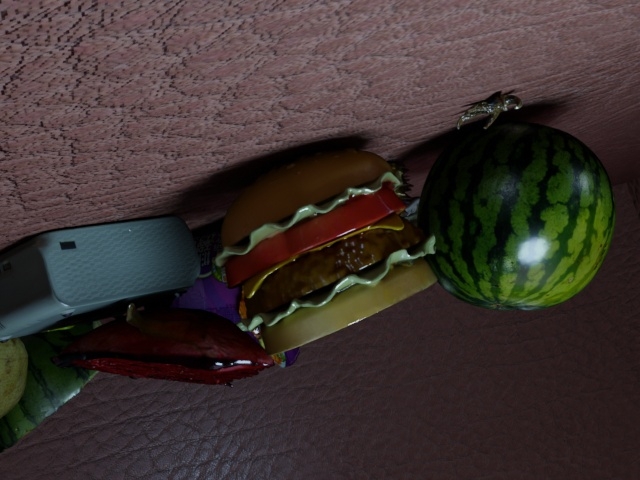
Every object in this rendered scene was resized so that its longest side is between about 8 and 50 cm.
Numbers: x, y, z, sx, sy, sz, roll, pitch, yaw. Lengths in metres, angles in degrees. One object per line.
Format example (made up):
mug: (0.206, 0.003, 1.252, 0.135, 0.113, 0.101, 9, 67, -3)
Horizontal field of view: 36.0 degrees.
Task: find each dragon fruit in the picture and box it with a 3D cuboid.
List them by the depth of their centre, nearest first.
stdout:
dragon fruit: (-0.220, 0.140, 1.339, 0.282, 0.100, 0.343, 4, 168, -19)

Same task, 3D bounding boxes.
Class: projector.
projector: (-0.315, 0.055, 1.309, 0.198, 0.108, 0.250, -21, 174, 37)

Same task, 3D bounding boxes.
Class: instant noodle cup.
instant noodle cup: (-0.157, 0.091, 1.576, 0.190, 0.251, 0.251, -11, 177, 17)

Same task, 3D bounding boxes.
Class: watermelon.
watermelon: (0.281, -0.034, 1.424, 0.285, 0.285, 0.285, -18, 174, -2)
watermelon: (-0.560, 0.248, 1.944, 0.331, 0.189, 0.331, -37, -178, 2)

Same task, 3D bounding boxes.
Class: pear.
pear: (-0.598, 0.223, 1.635, 0.228, 0.188, 0.211, -23, 165, 41)

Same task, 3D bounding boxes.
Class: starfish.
starfish: (0.213, -0.164, 1.253, 0.091, 0.028, 0.078, -18, 169, 31)

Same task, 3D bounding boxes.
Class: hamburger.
hamburger: (0.000, 0.000, 1.223, 0.274, 0.212, 0.274, -23, 178, -1)

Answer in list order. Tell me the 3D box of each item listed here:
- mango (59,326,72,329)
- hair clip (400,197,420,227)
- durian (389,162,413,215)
mango: (-0.467, 0.112, 1.593, 0.165, 0.074, 0.091, 4, 167, -42)
hair clip: (0.153, -0.025, 2.086, 0.172, 0.113, 0.282, -19, 180, 19)
durian: (0.077, -0.028, 1.563, 0.153, 0.186, 0.260, -12, -173, 0)
